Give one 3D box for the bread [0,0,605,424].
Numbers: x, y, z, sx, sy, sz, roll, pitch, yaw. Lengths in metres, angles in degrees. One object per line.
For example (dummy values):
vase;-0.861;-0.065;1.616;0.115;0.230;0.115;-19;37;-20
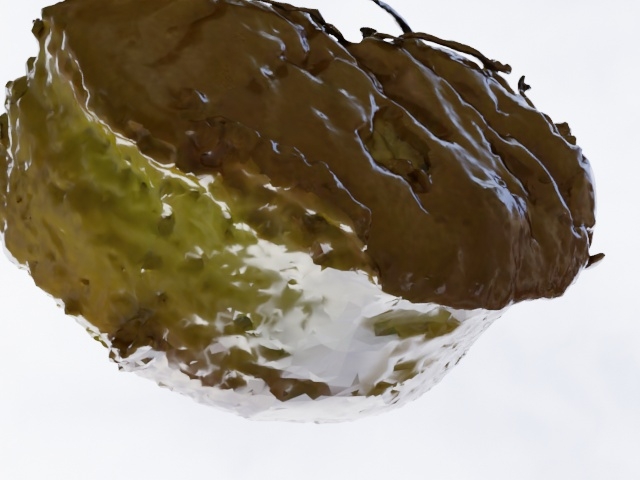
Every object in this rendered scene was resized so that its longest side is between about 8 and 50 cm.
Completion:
bread;-0.002;-0.002;0.699;0.260;0.160;0.147;15;-139;-36
